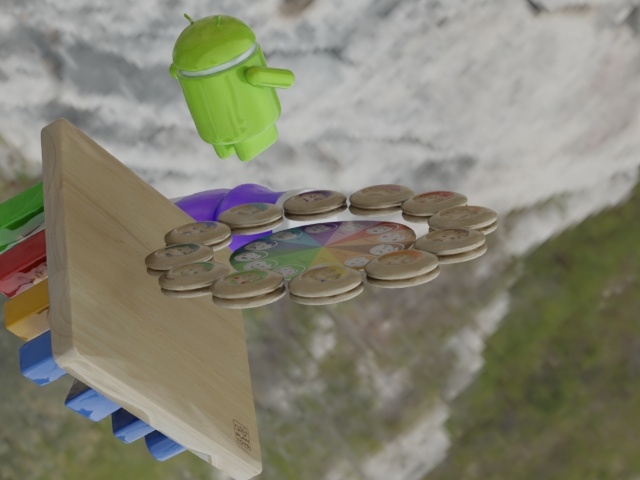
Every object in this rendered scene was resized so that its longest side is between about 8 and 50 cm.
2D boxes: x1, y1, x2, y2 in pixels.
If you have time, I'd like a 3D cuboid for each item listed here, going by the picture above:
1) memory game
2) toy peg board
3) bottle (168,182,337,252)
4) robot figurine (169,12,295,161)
[{"bbox_3d":[0.000,0.000,0.941,0.186,0.186,0.012,-20,110,-37],"label":"memory game"},{"bbox_3d":[-0.117,0.047,0.997,0.079,0.160,0.161,-28,138,22],"label":"toy peg board"},{"bbox_3d":[-0.111,0.003,1.641,0.283,0.092,0.118,-9,-172,39],"label":"bottle"},{"bbox_3d":[-0.071,-0.118,1.362,0.067,0.101,0.115,-37,120,-33],"label":"robot figurine"}]
